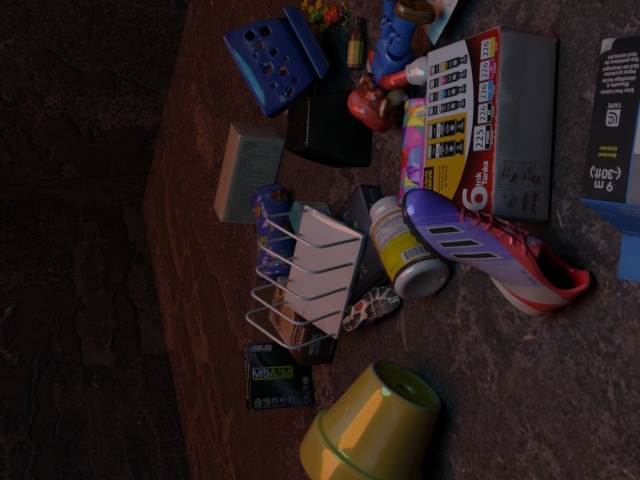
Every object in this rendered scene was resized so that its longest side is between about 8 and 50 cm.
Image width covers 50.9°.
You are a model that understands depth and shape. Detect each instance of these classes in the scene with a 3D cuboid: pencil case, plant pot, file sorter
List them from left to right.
[{"bbox_3d":[-0.143,-0.018,2.034,0.133,0.119,0.306,-25,63,34],"label":"pencil case"},{"bbox_3d":[-0.104,-0.479,1.792,0.236,0.212,0.236,60,-175,-9],"label":"plant pot"},{"bbox_3d":[-0.044,0.085,1.583,0.192,0.173,0.278,29,116,35],"label":"file sorter"},{"bbox_3d":[0.014,-0.283,1.693,0.187,0.166,0.188,11,99,64],"label":"plant pot"},{"bbox_3d":[0.120,0.388,1.373,0.239,0.254,0.254,-62,34,14],"label":"plant pot"},{"bbox_3d":[0.207,-0.177,1.357,0.104,0.104,0.237,-1,86,63],"label":"pencil case"}]

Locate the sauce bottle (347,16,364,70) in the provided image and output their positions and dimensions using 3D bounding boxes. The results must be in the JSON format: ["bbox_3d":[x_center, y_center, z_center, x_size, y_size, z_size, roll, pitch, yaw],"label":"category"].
[{"bbox_3d":[0.092,-0.495,1.693,0.042,0.042,0.128,12,97,63],"label":"sauce bottle"}]

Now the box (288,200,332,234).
[{"bbox_3d":[0.000,0.000,1.773,0.244,0.100,0.060,-112,34,-40],"label":"box"}]

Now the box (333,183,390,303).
[{"bbox_3d":[0.102,0.011,1.613,0.183,0.059,0.233,-50,46,50],"label":"box"}]

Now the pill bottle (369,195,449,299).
[{"bbox_3d":[0.176,0.010,1.402,0.117,0.117,0.215,-63,36,40],"label":"pill bottle"}]

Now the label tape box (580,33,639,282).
[{"bbox_3d":[0.463,-0.093,0.853,0.240,0.105,0.334,18,104,63],"label":"label tape box"}]

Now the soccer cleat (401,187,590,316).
[{"bbox_3d":[0.270,0.004,1.039,0.116,0.318,0.109,-39,22,52],"label":"soccer cleat"}]

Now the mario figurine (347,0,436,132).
[{"bbox_3d":[0.171,-0.372,1.434,0.321,0.170,0.198,106,-172,-45],"label":"mario figurine"}]

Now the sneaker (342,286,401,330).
[{"bbox_3d":[0.125,0.158,1.560,0.170,0.071,0.068,-33,60,40],"label":"sneaker"}]

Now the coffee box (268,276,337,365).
[{"bbox_3d":[-0.047,0.216,1.850,0.246,0.098,0.141,46,128,55],"label":"coffee box"}]

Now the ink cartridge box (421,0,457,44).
[{"bbox_3d":[0.254,-0.568,1.356,0.239,0.060,0.275,116,144,-44],"label":"ink cartridge box"}]

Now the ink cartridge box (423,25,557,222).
[{"bbox_3d":[0.274,-0.189,1.209,0.271,0.130,0.310,-177,88,-64],"label":"ink cartridge box"}]

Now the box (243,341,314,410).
[{"bbox_3d":[-0.117,0.375,1.879,0.045,0.190,0.184,152,118,-62],"label":"box"}]

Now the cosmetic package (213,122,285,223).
[{"bbox_3d":[-0.236,-0.214,2.195,0.113,0.160,0.310,53,133,52],"label":"cosmetic package"}]

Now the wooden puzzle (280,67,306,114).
[{"bbox_3d":[-0.081,-0.501,2.043,0.221,0.044,0.239,25,115,61],"label":"wooden puzzle"}]

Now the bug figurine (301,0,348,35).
[{"bbox_3d":[0.009,-0.691,1.836,0.216,0.072,0.279,-172,80,-69],"label":"bug figurine"}]
